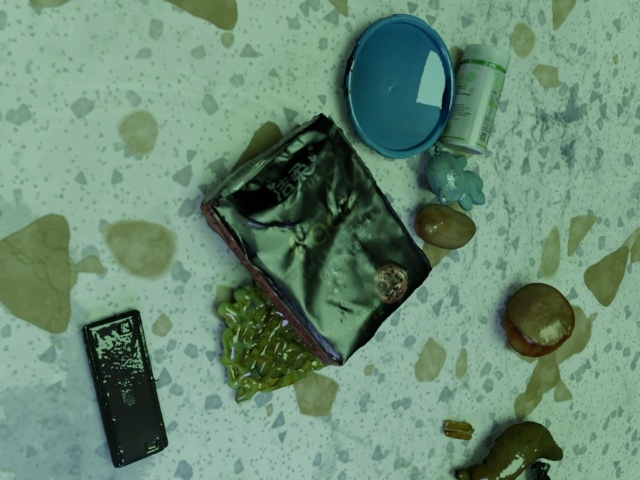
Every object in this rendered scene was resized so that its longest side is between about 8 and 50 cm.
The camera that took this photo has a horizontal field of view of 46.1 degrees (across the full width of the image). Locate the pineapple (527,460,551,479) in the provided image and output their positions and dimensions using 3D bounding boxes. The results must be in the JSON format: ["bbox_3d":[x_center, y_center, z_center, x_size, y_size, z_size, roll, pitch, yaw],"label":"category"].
[{"bbox_3d":[0.488,0.573,1.679,0.074,0.074,0.159,-1,97,-35],"label":"pineapple"}]

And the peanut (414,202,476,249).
[{"bbox_3d":[0.231,-0.023,1.381,0.152,0.076,0.076,15,90,-41],"label":"peanut"}]

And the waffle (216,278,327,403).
[{"bbox_3d":[-0.062,0.145,1.220,0.223,0.054,0.204,-17,108,-32],"label":"waffle"}]

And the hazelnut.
[{"bbox_3d":[0.440,0.164,1.539,0.150,0.150,0.150,-7,103,-34],"label":"hazelnut"}]

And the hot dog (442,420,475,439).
[{"bbox_3d":[0.278,0.384,1.524,0.083,0.021,0.037,20,67,-33],"label":"hot dog"}]

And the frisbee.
[{"bbox_3d":[0.132,-0.261,1.283,0.242,0.045,0.242,-8,104,-33],"label":"frisbee"}]

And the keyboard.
[{"bbox_3d":[-0.281,0.217,1.099,0.094,0.025,0.230,-17,108,-30],"label":"keyboard"}]

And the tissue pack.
[{"bbox_3d":[0.000,0.000,1.157,0.245,0.123,0.332,-42,104,-24],"label":"tissue pack"}]

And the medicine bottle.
[{"bbox_3d":[0.279,-0.253,1.363,0.086,0.086,0.183,16,89,-36],"label":"medicine bottle"}]

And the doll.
[{"bbox_3d":[0.243,-0.105,1.385,0.180,0.075,0.120,22,54,-58],"label":"doll"}]

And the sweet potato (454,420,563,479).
[{"bbox_3d":[0.413,0.446,1.585,0.310,0.098,0.124,-10,125,-35],"label":"sweet potato"}]
